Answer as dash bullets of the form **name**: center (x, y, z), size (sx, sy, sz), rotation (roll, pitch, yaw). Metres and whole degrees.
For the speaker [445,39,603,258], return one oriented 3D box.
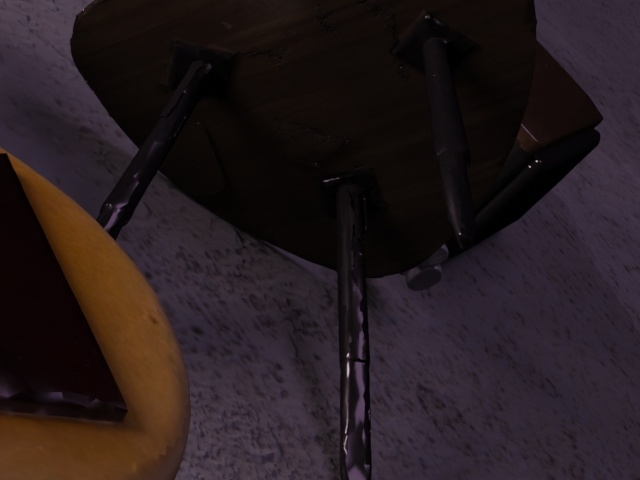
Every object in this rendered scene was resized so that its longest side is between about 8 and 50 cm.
- **speaker**: center (0.121, -0.106, 1.540), size (0.192, 0.153, 0.231), rotation (48, 24, 9)

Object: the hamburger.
- **hamburger**: center (-0.196, 0.069, 0.726), size (0.302, 0.170, 0.302), rotation (32, 26, -17)

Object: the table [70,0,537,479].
- **table**: center (0.000, 0.000, 1.118), size (0.317, 0.317, 0.249), rotation (34, 39, -24)

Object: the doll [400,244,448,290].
- **doll**: center (0.034, -0.030, 1.358), size (0.079, 0.094, 0.180), rotation (-27, 56, -27)
